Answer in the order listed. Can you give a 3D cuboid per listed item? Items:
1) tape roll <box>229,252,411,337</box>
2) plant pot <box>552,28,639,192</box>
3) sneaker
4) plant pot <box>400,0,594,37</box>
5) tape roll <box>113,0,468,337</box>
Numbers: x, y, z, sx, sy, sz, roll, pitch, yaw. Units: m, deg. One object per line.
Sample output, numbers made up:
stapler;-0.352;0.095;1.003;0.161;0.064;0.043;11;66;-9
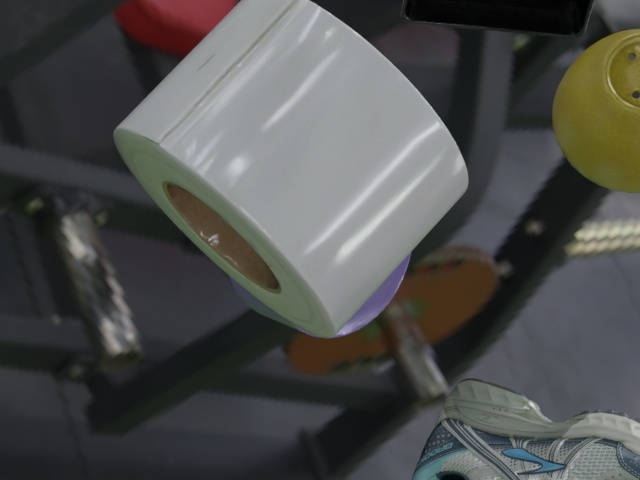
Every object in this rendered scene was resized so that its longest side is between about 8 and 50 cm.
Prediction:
tape roll;0.000;0.000;1.844;0.189;0.080;0.189;-14;112;-38
plant pot;0.255;-0.117;1.440;0.095;0.134;0.134;77;-10;-72
sneaker;0.192;0.207;1.453;0.122;0.283;0.110;-53;126;-24
plant pot;0.184;-0.330;1.782;0.187;0.188;0.167;5;53;-3
tape roll;-0.025;-0.062;1.458;0.246;0.169;0.246;40;-12;10
